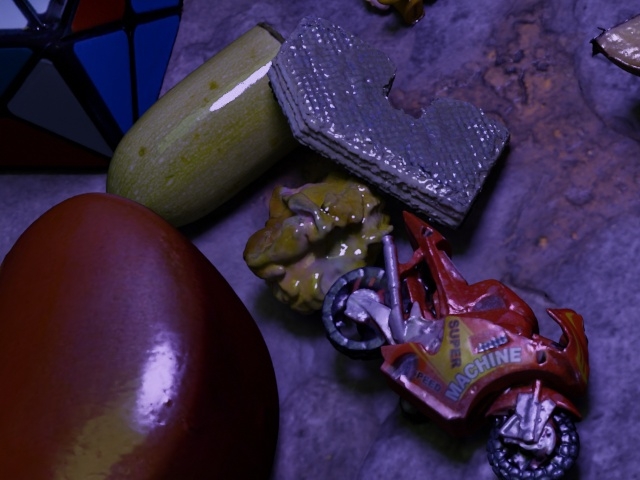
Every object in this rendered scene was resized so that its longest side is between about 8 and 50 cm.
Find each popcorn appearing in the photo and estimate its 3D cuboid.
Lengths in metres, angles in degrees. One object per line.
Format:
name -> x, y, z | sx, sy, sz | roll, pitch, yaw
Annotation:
popcorn -> 0.000, 0.000, 1.846 | 0.145, 0.126, 0.126 | -43, 25, 10

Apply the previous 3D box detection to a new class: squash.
squash -> -0.121, -0.103, 1.949 | 0.247, 0.132, 0.132 | -39, 52, -8

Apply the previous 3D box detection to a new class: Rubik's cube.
Rubik's cube -> -0.318, -0.240, 2.048 | 0.250, 0.248, 0.246 | 1, 57, 21

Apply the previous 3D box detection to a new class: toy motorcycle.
toy motorcycle -> 0.139, 0.100, 1.728 | 0.298, 0.089, 0.171 | 37, 83, 30

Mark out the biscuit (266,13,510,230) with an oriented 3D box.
biscuit -> 0.061, -0.121, 1.855 | 0.250, 0.046, 0.147 | 31, 48, 4

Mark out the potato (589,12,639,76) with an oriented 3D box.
potato -> 0.388, -0.197, 1.811 | 0.243, 0.138, 0.098 | -32, 62, -1

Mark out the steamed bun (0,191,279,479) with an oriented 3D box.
steamed bun -> -0.174, 0.153, 1.730 | 0.248, 0.235, 0.379 | -5, 56, 22

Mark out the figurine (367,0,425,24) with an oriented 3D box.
figurine -> 0.029, -0.333, 2.062 | 0.246, 0.131, 0.156 | 39, 92, 25
